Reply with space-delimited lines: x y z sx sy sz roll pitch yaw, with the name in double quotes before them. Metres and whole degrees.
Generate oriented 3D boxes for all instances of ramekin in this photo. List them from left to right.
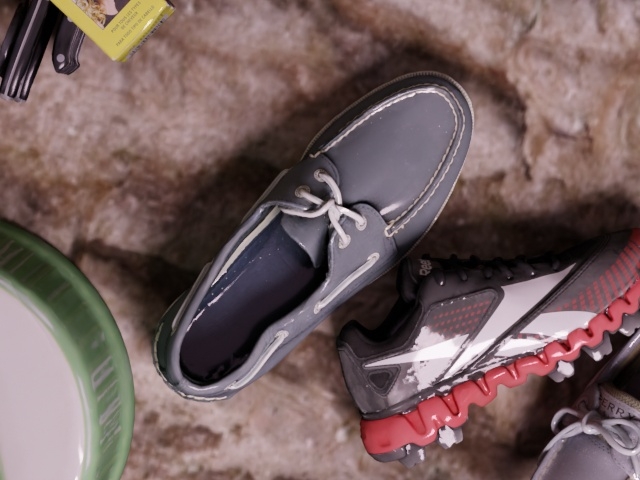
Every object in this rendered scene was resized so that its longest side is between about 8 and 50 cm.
"ramekin" -0.292 0.131 1.206 0.303 0.148 0.303 0 94 -3

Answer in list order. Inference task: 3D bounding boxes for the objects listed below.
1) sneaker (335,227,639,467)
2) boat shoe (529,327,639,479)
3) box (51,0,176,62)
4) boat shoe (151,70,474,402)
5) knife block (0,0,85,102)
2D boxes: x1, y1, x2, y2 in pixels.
"sneaker" 0.131 0.051 1.245 0.276 0.097 0.135 -30 97 1
"boat shoe" 0.259 0.103 1.231 0.320 0.118 0.103 -44 126 -3
"box" -0.203 -0.222 1.133 0.232 0.087 0.058 43 93 -6
"boat shoe" 0.000 0.000 1.236 0.319 0.099 0.116 -44 94 1
"knife block" -0.233 -0.247 1.215 0.242 0.088 0.275 -23 95 -2
